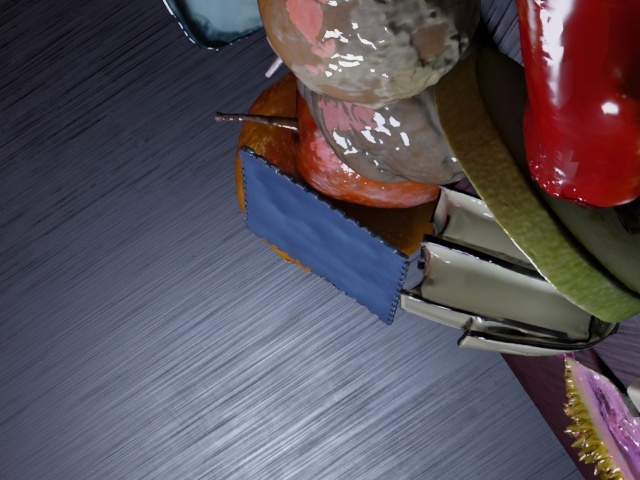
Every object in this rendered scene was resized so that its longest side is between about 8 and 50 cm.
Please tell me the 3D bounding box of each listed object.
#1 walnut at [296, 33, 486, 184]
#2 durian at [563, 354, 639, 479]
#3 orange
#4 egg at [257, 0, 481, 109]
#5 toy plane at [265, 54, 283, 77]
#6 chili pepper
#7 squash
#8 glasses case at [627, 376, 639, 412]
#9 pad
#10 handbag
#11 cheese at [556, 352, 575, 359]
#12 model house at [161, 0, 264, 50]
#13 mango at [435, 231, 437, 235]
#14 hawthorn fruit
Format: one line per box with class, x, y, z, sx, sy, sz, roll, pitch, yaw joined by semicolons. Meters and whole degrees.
walnut;0.087;-0.160;1.193;0.224;0.224;0.224;56;180;0
durian;0.464;0.337;1.703;0.341;0.112;0.191;53;176;29
orange;0.041;-0.119;1.733;0.340;0.340;0.293;56;137;14
egg;0.038;-0.223;0.980;0.203;0.203;0.245;56;176;29
toy plane;-0.019;-0.330;1.619;0.252;0.118;0.252;26;-140;-24
chili pepper;0.176;-0.105;0.714;0.110;0.110;0.387;56;179;26
squash;0.190;-0.041;0.915;0.252;0.049;0.252;40;-152;-26
glasses case;0.391;0.189;1.093;0.131;0.070;0.313;56;180;2
pad;0.000;0.000;1.532;0.269;0.012;0.269;34;160;10
handbag;0.226;0.060;1.398;0.237;0.160;0.358;17;175;6
cheese;0.385;0.153;1.824;0.095;0.038;0.145;55;173;13
model house;-0.110;-0.415;1.511;0.184;0.253;0.291;56;-173;-35
mango;0.267;0.041;1.876;0.233;0.111;0.125;58;176;41
hawthorn fruit;0.070;-0.138;1.409;0.231;0.263;0.235;54;165;-26
